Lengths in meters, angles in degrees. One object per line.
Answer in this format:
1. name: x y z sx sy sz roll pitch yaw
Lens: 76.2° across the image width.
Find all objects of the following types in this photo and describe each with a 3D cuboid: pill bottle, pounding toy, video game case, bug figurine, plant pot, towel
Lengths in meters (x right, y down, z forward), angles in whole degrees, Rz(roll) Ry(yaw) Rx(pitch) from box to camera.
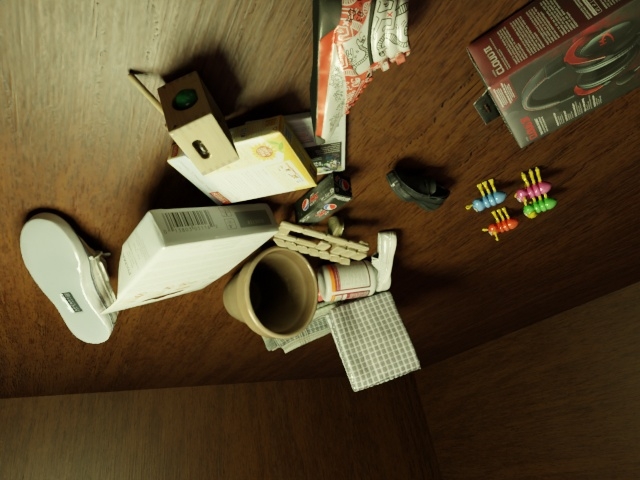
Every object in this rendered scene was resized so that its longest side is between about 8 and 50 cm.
1. pill bottle: 0.111 0.129 1.350 0.221 0.121 0.121 -6 151 -15
2. pounding toy: -0.219 -0.199 0.662 0.100 0.130 0.141 -25 151 1
3. video game case: -0.044 -0.189 0.833 0.191 0.022 0.173 -10 151 -3
4. bug figurine: 0.543 -0.096 1.148 0.216 0.072 0.279 -26 148 25
5. plant pot: -0.174 0.158 1.224 0.263 0.262 0.229 16 160 -40
6. towel: 0.165 0.317 1.330 0.235 0.283 0.121 -19 158 -3
7. towel: -0.055 0.323 1.505 0.324 0.056 0.312 -19 154 -7

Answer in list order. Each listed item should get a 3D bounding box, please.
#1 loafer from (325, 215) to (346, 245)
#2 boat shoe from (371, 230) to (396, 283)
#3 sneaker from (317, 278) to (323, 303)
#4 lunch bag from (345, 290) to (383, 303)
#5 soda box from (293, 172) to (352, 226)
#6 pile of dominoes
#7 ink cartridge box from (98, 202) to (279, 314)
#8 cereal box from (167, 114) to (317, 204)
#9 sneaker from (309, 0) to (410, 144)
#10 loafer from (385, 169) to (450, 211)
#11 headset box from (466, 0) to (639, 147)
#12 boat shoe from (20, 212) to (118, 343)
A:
1. loafer: 0.046 -0.027 1.126 0.050 0.056 0.148 -5 161 -11
2. boat shoe: 0.189 0.054 1.255 0.063 0.066 0.184 4 126 -2
3. sneaker: -0.082 0.226 1.488 0.135 0.097 0.276 3 146 -24
4. lunch bag: 0.184 0.296 1.523 0.160 0.262 0.223 -12 154 2
5. soda box: 0.003 -0.092 0.964 0.053 0.060 0.169 10 153 -34
6. pile of dominoes: 0.000 0.000 1.094 0.251 0.040 0.196 16 161 -12
7. ink cartridge box: -0.331 0.044 0.987 0.385 0.091 0.308 -34 166 38
8. cereal box: -0.147 -0.147 0.803 0.240 0.047 0.173 -8 152 19
9. sneaker: 0.060 -0.264 0.650 0.145 0.090 0.270 -5 144 -7
10. loafer: 0.238 -0.130 0.986 0.078 0.076 0.223 -37 147 31
11. headset box: 0.408 -0.301 0.691 0.293 0.110 0.218 -28 148 28
12. boat shoe: -0.586 0.072 1.011 0.136 0.156 0.367 -7 123 3
